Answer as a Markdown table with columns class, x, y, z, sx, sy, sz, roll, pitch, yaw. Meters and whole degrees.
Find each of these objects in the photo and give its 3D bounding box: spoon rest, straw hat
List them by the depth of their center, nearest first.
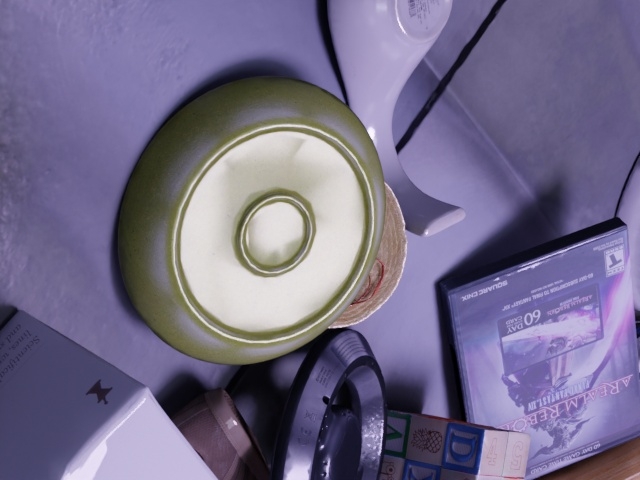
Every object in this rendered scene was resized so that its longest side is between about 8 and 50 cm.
| class | x | y | z | sx | sy | sz | roll | pitch | yaw |
| --- | --- | --- | --- | --- | --- | --- | --- | --- | --- |
| spoon rest | 0.063 | -0.143 | 1.498 | 0.137 | 0.084 | 0.276 | -24 | 116 | -40 |
| straw hat | 0.000 | 0.000 | 1.506 | 0.144 | 0.061 | 0.144 | -10 | 111 | -27 |

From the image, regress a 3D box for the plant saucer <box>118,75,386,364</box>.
| class | x | y | z | sx | sy | sz | roll | pitch | yaw |
| --- | --- | --- | --- | --- | --- | --- | --- | --- | --- |
| plant saucer | -0.043 | -0.009 | 1.418 | 0.241 | 0.037 | 0.241 | -10 | 112 | -27 |

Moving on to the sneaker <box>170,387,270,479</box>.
| class | x | y | z | sx | sy | sz | roll | pitch | yaw |
| --- | --- | --- | --- | --- | --- | --- | --- | --- | --- |
| sneaker | -0.086 | 0.193 | 1.547 | 0.071 | 0.066 | 0.188 | -26 | 139 | -2 |

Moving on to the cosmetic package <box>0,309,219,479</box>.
| class | x | y | z | sx | sy | sz | roll | pitch | yaw |
| --- | --- | --- | --- | --- | --- | --- | --- | --- | --- |
| cosmetic package | -0.173 | 0.257 | 1.401 | 0.217 | 0.156 | 0.385 | -48 | 139 | -17 |

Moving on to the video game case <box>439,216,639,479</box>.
| class | x | y | z | sx | sy | sz | roll | pitch | yaw |
| --- | --- | --- | --- | --- | --- | --- | --- | --- | --- |
| video game case | 0.228 | 0.123 | 1.803 | 0.196 | 0.026 | 0.274 | -20 | 124 | -12 |

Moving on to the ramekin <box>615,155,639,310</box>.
| class | x | y | z | sx | sy | sz | roll | pitch | yaw |
| --- | --- | --- | --- | --- | --- | --- | --- | --- | --- |
| ramekin | 0.456 | -0.024 | 1.955 | 0.277 | 0.135 | 0.277 | -27 | 131 | -37 |

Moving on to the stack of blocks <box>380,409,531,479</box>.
| class | x | y | z | sx | sy | sz | roll | pitch | yaw |
| --- | --- | --- | --- | --- | --- | --- | --- | --- | --- |
| stack of blocks | 0.088 | 0.315 | 1.714 | 0.087 | 0.171 | 0.297 | 12 | 86 | -52 |

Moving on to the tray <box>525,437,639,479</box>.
| class | x | y | z | sx | sy | sz | roll | pitch | yaw |
| --- | --- | --- | --- | --- | --- | --- | --- | --- | --- |
| tray | 0.268 | 0.329 | 1.930 | 0.411 | 0.076 | 0.202 | -22 | 130 | -18 |

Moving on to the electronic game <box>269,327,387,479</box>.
| class | x | y | z | sx | sy | sz | roll | pitch | yaw |
| --- | --- | --- | --- | --- | --- | --- | --- | --- | --- |
| electronic game | 0.006 | 0.192 | 1.600 | 0.229 | 0.048 | 0.229 | 9 | 90 | -69 |

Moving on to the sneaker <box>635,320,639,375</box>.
| class | x | y | z | sx | sy | sz | roll | pitch | yaw |
| --- | --- | --- | --- | --- | --- | --- | --- | --- | --- |
| sneaker | 0.308 | 0.175 | 1.955 | 0.217 | 0.079 | 0.121 | -18 | 125 | -42 |
